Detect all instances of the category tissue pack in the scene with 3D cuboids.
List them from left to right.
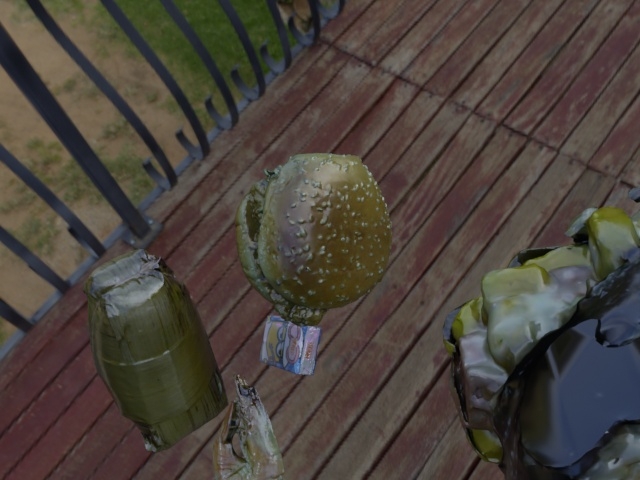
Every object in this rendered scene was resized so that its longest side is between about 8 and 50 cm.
[{"bbox_3d":[-0.073,0.243,1.620,0.155,0.065,0.115,7,87,52],"label":"tissue pack"}]

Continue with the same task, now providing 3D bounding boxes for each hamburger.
[{"bbox_3d":[0.000,0.000,0.865,0.190,0.122,0.215,-5,94,-28],"label":"hamburger"}]

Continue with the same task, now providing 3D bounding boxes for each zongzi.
[{"bbox_3d":[-0.256,0.094,0.932,0.145,0.273,0.300,-25,39,-21],"label":"zongzi"}]

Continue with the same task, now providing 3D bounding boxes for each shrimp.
[{"bbox_3d":[-0.150,0.397,1.361,0.146,0.061,0.266,-13,80,14],"label":"shrimp"}]

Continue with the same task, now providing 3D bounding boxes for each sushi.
[{"bbox_3d":[0.300,0.146,0.638,0.328,0.329,0.285,-49,20,2],"label":"sushi"}]
